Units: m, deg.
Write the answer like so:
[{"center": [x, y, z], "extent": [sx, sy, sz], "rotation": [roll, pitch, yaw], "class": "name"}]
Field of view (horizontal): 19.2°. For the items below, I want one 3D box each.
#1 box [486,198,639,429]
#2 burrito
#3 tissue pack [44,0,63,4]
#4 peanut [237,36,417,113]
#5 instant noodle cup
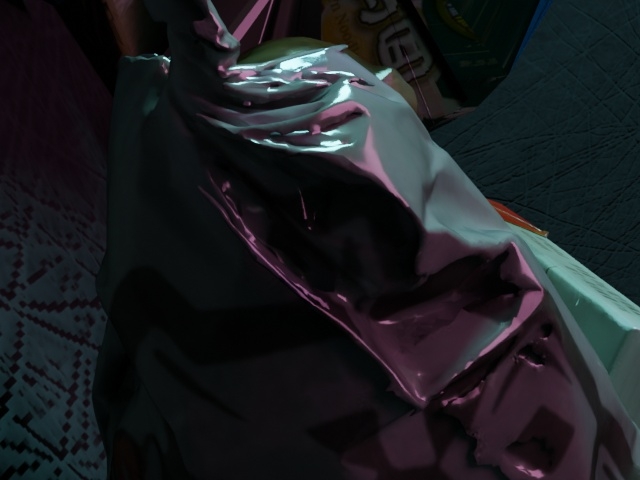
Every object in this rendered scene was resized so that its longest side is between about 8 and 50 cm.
[{"center": [0.069, 0.066, 0.764], "extent": [0.035, 0.139, 0.245], "rotation": [21, 7, -14], "class": "box"}, {"center": [0.041, 0.105, 0.502], "extent": [0.445, 0.139, 0.101], "rotation": [58, -8, -35], "class": "burrito"}, {"center": [-0.086, -0.151, 0.628], "extent": [0.082, 0.120, 0.169], "rotation": [60, 8, 9], "class": "tissue pack"}, {"center": [0.000, 0.000, 0.753], "extent": [0.140, 0.109, 0.159], "rotation": [-2, 77, -71], "class": "peanut"}, {"center": [-0.019, -0.173, 0.847], "extent": [0.240, 0.240, 0.178], "rotation": [58, -1, -34], "class": "instant noodle cup"}]
